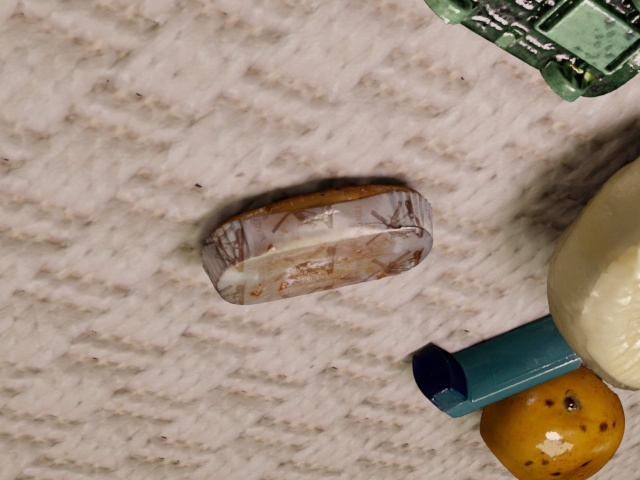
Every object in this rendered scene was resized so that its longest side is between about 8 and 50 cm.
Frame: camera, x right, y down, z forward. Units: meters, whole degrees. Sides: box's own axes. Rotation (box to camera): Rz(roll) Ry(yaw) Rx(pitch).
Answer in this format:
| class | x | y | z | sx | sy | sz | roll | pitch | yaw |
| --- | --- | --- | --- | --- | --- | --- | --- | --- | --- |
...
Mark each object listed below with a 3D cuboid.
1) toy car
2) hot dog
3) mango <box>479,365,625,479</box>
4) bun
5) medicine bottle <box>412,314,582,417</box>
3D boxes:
| class | x | y | z | sx | sy | sz | roll | pitch | yaw |
| --- | --- | --- | --- | --- | --- | --- | --- | --- | --- |
| toy car | 0.202 | -0.245 | 1.466 | 0.305 | 0.125 | 0.136 | 25 | 126 | -36 |
| hot dog | 0.000 | 0.000 | 1.765 | 0.267 | 0.075 | 0.144 | -7 | 141 | -14 |
| mango | 0.345 | 0.272 | 2.278 | 0.191 | 0.160 | 0.290 | -35 | 150 | 6 |
| bun | 0.435 | 0.013 | 1.899 | 0.364 | 0.202 | 0.364 | -12 | 140 | -11 |
| medicine bottle | 0.255 | 0.163 | 2.135 | 0.258 | 0.079 | 0.124 | -21 | 147 | 1 |
